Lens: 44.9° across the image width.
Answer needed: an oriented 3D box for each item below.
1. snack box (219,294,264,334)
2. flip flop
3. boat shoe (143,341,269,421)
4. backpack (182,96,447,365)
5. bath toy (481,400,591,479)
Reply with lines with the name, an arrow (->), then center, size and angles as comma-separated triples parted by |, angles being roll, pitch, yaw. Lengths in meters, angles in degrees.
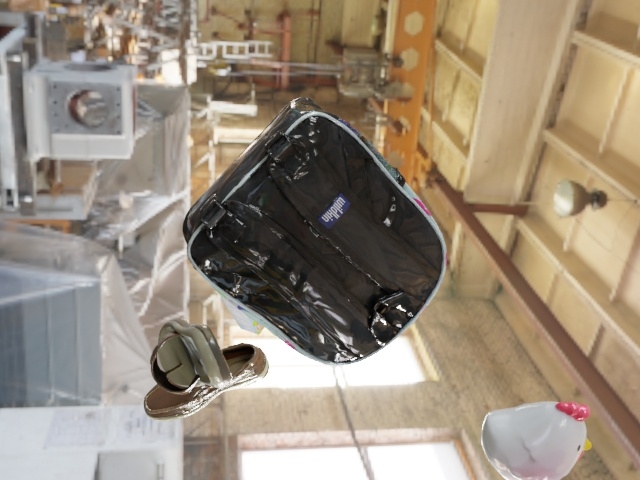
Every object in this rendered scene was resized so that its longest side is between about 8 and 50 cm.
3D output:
snack box -> -0.160, 0.095, 1.858 | 0.174, 0.070, 0.207 | -52, 136, -29
flip flop -> -0.198, 0.175, 1.097 | 0.112, 0.080, 0.277 | 62, -22, -6
boat shoe -> -0.230, 0.263, 1.497 | 0.095, 0.257, 0.095 | 61, -7, 29
backpack -> 0.000, 0.000, 0.841 | 0.225, 0.253, 0.191 | -47, -165, 4
bath toy -> 0.253, 0.306, 0.797 | 0.129, 0.151, 0.348 | -44, -157, 32
